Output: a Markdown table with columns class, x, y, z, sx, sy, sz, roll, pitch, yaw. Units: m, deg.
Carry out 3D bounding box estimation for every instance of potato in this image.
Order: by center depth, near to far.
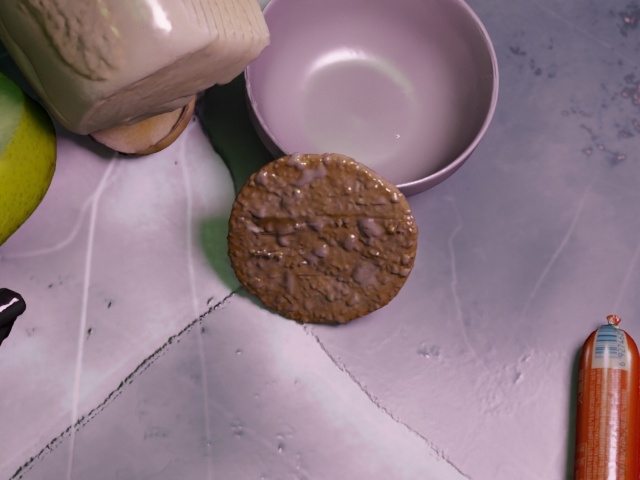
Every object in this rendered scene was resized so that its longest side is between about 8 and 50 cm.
| class | x | y | z | sx | sy | sz | roll | pitch | yaw |
| --- | --- | --- | --- | --- | --- | --- | --- | --- | --- |
| potato | -0.227 | -0.191 | 1.745 | 0.164 | 0.081 | 0.200 | -37 | 83 | 6 |

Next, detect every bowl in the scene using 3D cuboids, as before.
| class | x | y | z | sx | sy | sz | roll | pitch | yaw |
| --- | --- | --- | --- | --- | --- | --- | --- | --- | --- |
| bowl | 0.050 | -0.165 | 1.738 | 0.287 | 0.144 | 0.287 | 3 | 69 | -7 |

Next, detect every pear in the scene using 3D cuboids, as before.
| class | x | y | z | sx | sy | sz | roll | pitch | yaw |
| --- | --- | --- | --- | --- | --- | --- | --- | --- | --- |
| pear | -0.414 | -0.077 | 1.630 | 0.292 | 0.159 | 0.292 | -1 | 47 | 1 |

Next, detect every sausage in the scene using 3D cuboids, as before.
| class | x | y | z | sx | sy | sz | roll | pitch | yaw |
| --- | --- | --- | --- | --- | --- | --- | --- | --- | --- |
| sausage | 0.320 | 0.205 | 1.672 | 0.083 | 0.083 | 0.264 | 9 | 67 | -4 |

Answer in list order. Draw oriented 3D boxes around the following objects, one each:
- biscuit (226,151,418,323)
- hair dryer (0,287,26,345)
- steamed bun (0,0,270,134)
| class | x | y | z | sx | sy | sz | roll | pitch | yaw |
| --- | --- | --- | --- | --- | --- | --- | --- | --- | --- |
| biscuit | 0.000 | -0.001 | 1.648 | 0.219 | 0.220 | 0.033 | 17 | 32 | -1 |
| hair dryer | -0.360 | 0.195 | 1.527 | 0.244 | 0.116 | 0.302 | -31 | 70 | -29 |
| steamed bun | -0.242 | -0.248 | 1.604 | 0.272 | 0.273 | 0.290 | -38 | 82 | 24 |
